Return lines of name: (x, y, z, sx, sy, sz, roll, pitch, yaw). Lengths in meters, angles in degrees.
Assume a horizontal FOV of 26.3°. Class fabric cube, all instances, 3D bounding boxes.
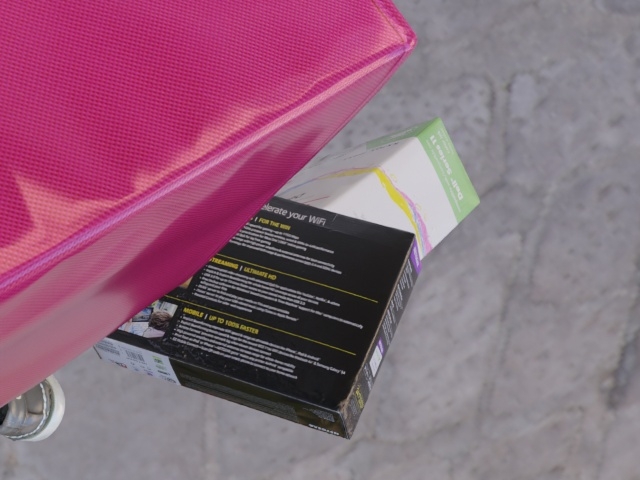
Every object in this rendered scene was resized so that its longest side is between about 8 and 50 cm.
fabric cube: (-0.174, -0.067, 0.551, 0.258, 0.259, 0.254, -35, 176, -36)

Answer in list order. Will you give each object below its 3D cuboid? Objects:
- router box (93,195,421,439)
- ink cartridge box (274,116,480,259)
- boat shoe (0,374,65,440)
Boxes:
router box: (-0.041, 0.037, 0.878, 0.046, 0.179, 0.133, 76, 35, -58)
ink cartridge box: (0.000, 0.000, 1.482, 0.207, 0.119, 0.353, -17, -166, 36)
boat shoe: (-0.417, 0.113, 1.535, 0.109, 0.305, 0.091, -55, 160, 7)
